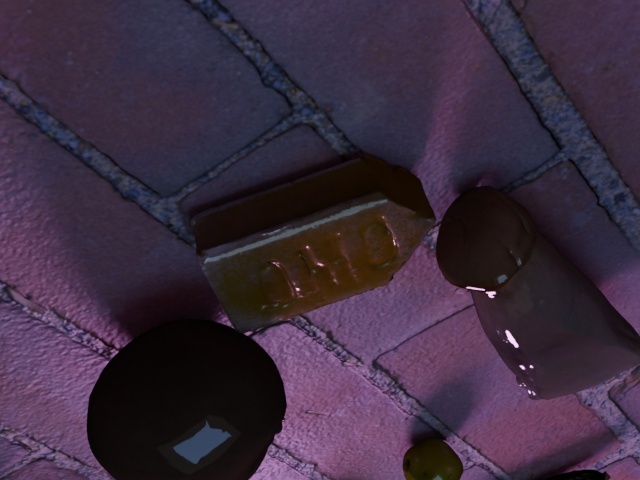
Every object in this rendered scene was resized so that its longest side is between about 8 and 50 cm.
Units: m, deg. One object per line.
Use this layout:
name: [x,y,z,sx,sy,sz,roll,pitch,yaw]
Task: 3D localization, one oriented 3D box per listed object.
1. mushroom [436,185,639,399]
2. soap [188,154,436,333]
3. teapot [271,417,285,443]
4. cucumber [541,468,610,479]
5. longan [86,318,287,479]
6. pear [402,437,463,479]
mushroom: [0.267,0.082,1.402,0.154,0.137,0.407,-23,139,25]
soap: [0.000,0.000,1.253,0.257,0.080,0.160,-19,141,3]
teapot: [-0.085,0.275,1.563,0.063,0.049,0.083,19,128,-35]
cucumber: [0.355,0.452,1.912,0.293,0.067,0.067,-28,139,11]
longan: [-0.153,0.203,1.328,0.246,0.215,0.246,-6,164,-2]
pear: [0.175,0.349,1.713,0.097,0.092,0.092,1,137,-20]
